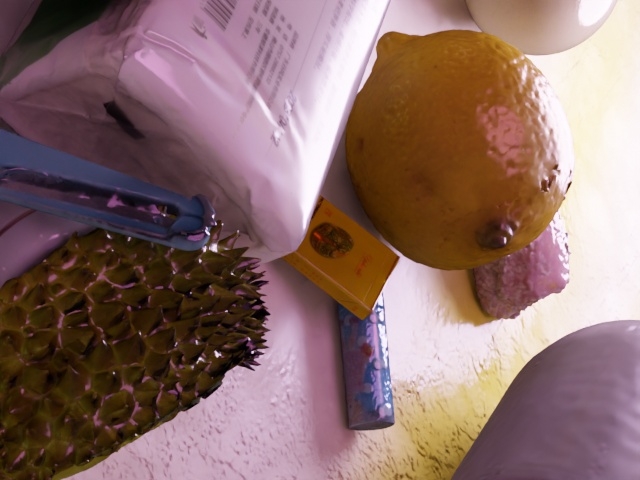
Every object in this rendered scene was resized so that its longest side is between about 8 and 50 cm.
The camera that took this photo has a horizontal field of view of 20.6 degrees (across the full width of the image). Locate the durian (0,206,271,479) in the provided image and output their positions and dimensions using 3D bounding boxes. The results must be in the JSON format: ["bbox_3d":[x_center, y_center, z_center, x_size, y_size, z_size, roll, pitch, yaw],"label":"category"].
[{"bbox_3d":[-0.172,0.088,1.349,0.352,0.169,0.158,-33,84,-36],"label":"durian"}]

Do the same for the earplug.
[{"bbox_3d":[0.302,0.257,1.781,0.312,0.313,0.394,58,38,-17],"label":"earplug"}]

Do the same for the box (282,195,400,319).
[{"bbox_3d":[0.000,0.000,1.702,0.155,0.023,0.087,38,42,-8],"label":"box"}]

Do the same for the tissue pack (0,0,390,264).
[{"bbox_3d":[-0.101,-0.176,1.548,0.266,0.194,0.356,49,44,-32],"label":"tissue pack"}]

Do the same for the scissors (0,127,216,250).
[{"bbox_3d":[-0.264,-0.070,1.288,0.393,0.032,0.180,19,52,-10],"label":"scissors"}]

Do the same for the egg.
[{"bbox_3d":[0.264,-0.317,2.067,0.186,0.186,0.241,59,38,-16],"label":"egg"}]

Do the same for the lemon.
[{"bbox_3d":[0.139,-0.099,1.792,0.228,0.228,0.253,-5,76,-52],"label":"lemon"}]

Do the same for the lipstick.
[{"bbox_3d":[0.044,0.106,1.733,0.048,0.048,0.157,14,65,-48],"label":"lipstick"}]

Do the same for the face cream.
[{"bbox_3d":[-0.231,-0.011,1.372,0.117,0.117,0.104,-9,56,-52],"label":"face cream"}]

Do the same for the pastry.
[{"bbox_3d":[0.209,-0.049,1.953,0.103,0.112,0.265,-12,83,-42],"label":"pastry"}]
